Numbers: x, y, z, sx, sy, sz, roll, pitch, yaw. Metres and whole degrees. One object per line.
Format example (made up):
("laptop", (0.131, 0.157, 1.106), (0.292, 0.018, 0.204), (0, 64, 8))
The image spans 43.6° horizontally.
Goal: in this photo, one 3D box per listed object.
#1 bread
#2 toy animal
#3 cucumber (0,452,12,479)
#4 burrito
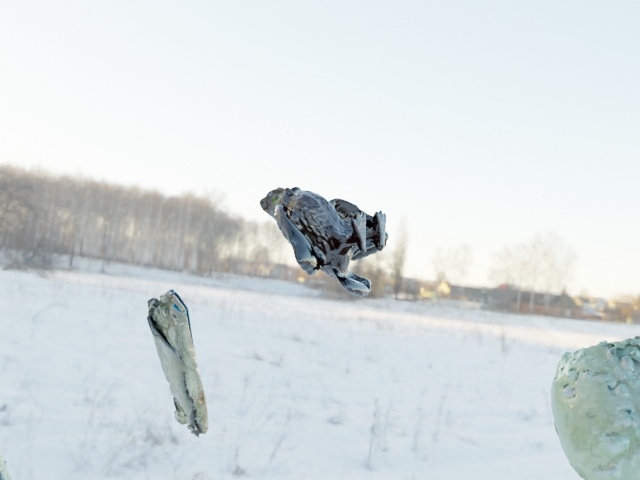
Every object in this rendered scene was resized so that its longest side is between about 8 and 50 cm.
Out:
("bread", (0.266, 0.124, 0.505), (0.232, 0.172, 0.064), (38, -18, 25))
("toy animal", (-0.006, -0.005, 1.095), (0.179, 0.116, 0.218), (20, 21, 29))
("cucumber", (-0.258, 0.191, 0.597), (0.063, 0.115, 0.244), (-24, 2, -26))
("burrito", (-0.159, 0.137, 0.901), (0.051, 0.171, 0.042), (4, 24, 45))
